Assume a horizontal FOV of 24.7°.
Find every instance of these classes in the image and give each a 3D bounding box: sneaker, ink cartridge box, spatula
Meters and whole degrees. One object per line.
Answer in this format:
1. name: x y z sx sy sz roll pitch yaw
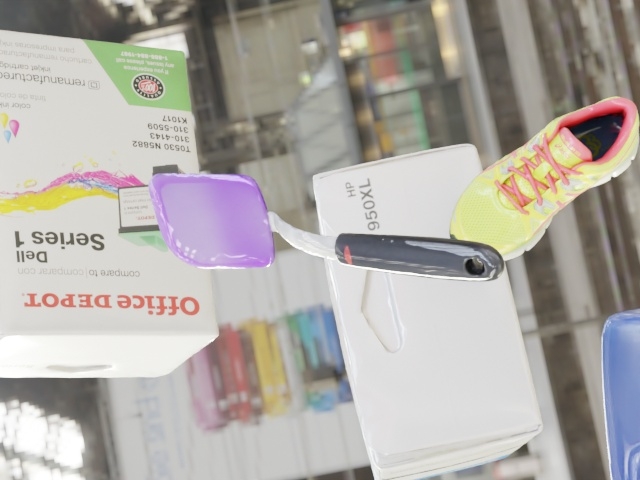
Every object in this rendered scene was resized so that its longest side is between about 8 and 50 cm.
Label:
1. sneaker: 0.197 -0.062 1.281 0.081 0.208 0.094 49 166 13
2. ink cartridge box: -0.213 -0.029 1.280 0.117 0.201 0.278 -35 58 53
3. spatula: 0.000 0.000 1.052 0.030 0.296 0.084 -40 -52 -42
4. ink cartridge box: 0.103 0.095 1.516 0.395 0.166 0.285 78 179 -78

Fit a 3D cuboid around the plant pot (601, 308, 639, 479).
1. plant pot: 0.261 0.139 0.654 0.236 0.236 0.212 2 -89 -62
